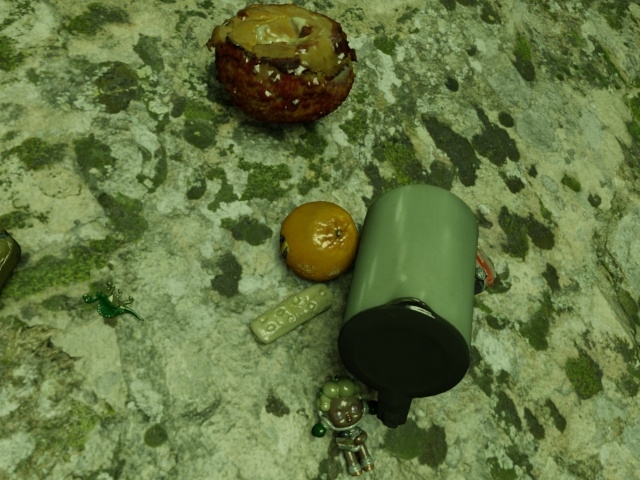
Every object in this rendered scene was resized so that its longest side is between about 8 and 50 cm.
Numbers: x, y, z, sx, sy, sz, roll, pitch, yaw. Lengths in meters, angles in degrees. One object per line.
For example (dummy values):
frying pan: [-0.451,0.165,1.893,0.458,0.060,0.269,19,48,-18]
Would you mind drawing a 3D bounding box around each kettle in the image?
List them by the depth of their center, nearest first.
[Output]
kettle: [0.171,0.132,1.016,0.250,0.361,0.376,12,37,8]

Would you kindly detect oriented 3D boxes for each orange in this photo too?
orange: [-0.002,0.000,1.108,0.178,0.155,0.177,8,54,-11]

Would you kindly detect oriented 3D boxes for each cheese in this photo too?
cheese: [-0.059,0.152,1.083,0.194,0.043,0.064,-27,81,-26]

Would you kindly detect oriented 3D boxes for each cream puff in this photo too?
cream puff: [-0.078,-0.399,1.196,0.351,0.228,0.350,2,49,-2]

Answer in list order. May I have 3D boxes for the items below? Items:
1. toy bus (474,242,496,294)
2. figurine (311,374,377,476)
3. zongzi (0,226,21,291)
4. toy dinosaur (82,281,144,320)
toy bus: [0.364,0.044,1.262,0.077,0.079,0.174,-22,78,-36]
figurine: [0.054,0.361,1.009,0.147,0.093,0.197,-18,77,-14]
zongzi: [-0.588,0.119,0.873,0.228,0.115,0.256,-34,89,-32]
toy dinosaur: [-0.396,0.127,0.988,0.120,0.029,0.060,39,77,-7]
